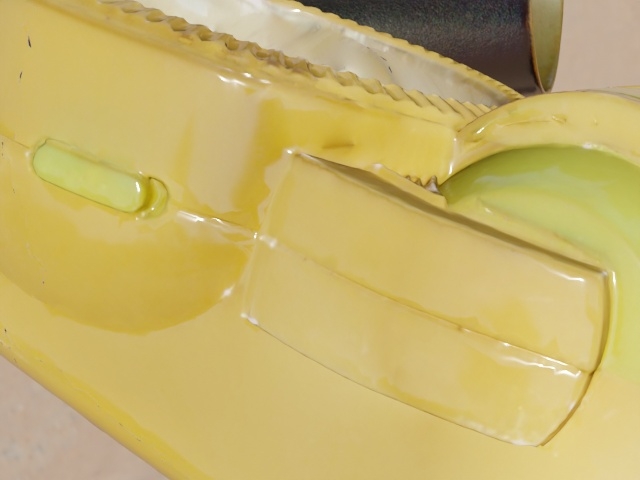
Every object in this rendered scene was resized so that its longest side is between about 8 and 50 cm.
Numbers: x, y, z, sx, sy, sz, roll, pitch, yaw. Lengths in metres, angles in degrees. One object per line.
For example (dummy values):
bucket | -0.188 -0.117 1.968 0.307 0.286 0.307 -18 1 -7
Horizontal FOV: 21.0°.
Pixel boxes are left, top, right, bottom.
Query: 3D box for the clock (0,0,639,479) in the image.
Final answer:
clock | 0.000 0.000 0.640 0.317 0.200 0.244 25 11 15

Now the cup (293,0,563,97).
cup | 0.043 -0.168 0.951 0.177 0.166 0.239 1 34 15
